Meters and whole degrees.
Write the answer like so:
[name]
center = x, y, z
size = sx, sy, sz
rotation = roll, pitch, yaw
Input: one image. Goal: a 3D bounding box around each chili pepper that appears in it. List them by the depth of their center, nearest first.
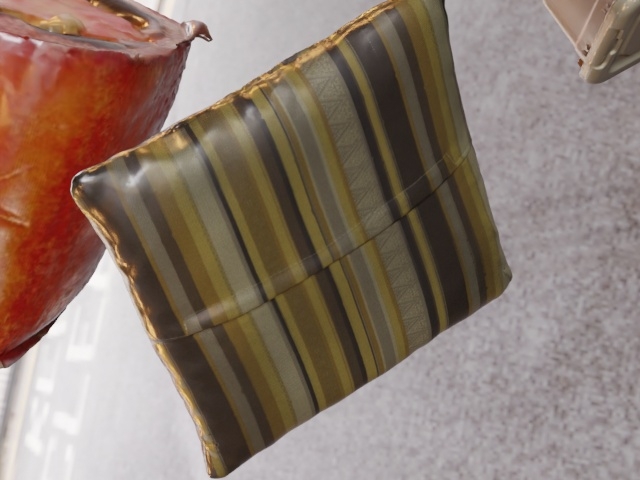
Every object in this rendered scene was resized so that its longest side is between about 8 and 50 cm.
[chili pepper]
center = -0.258, -0.081, 0.977
size = 0.305, 0.229, 0.251
rotation = -60, 7, 28

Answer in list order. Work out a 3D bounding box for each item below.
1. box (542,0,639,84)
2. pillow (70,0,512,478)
[box]
center = 0.180, -0.148, 0.634
size = 0.062, 0.122, 0.089
rotation = 54, 164, 18
[pillow]
center = 0.000, 0.000, 0.614
size = 0.052, 0.212, 0.208
rotation = 41, 156, 48
